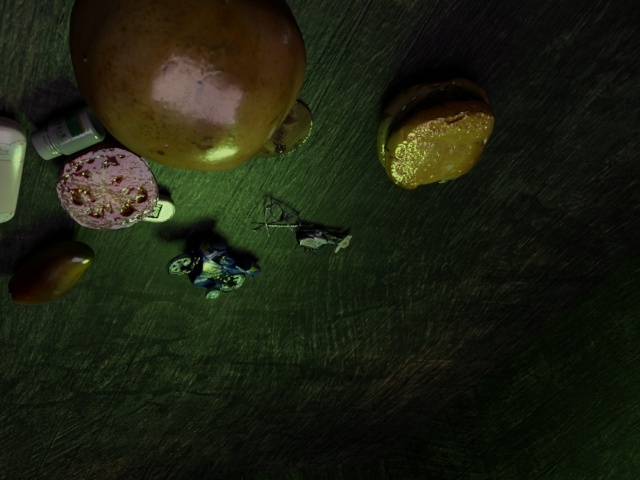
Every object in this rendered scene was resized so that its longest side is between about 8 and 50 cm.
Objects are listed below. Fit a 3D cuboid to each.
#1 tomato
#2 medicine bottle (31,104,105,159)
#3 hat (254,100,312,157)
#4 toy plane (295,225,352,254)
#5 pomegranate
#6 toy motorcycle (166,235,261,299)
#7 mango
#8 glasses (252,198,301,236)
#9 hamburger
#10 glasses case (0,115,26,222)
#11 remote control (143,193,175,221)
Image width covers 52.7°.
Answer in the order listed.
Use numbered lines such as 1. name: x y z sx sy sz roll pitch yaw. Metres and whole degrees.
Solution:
1. tomato: -0.480 -0.129 1.465 0.225 0.085 0.225 -11 126 -15
2. medicine bottle: -0.527 -0.223 1.348 0.130 0.080 0.080 -22 145 3
3. hat: -0.102 -0.239 1.528 0.193 0.082 0.193 -14 145 -10
4. toy plane: 0.000 0.001 1.923 0.197 0.053 0.078 11 126 -30
5. pomegranate: -0.218 -0.328 1.095 0.417 0.416 0.416 -13 144 -9
6. toy motorcycle: -0.290 0.071 1.832 0.169 0.113 0.315 -41 149 14
7. mango: -0.681 0.080 1.652 0.268 0.111 0.133 -31 127 18
8. glasses: -0.133 -0.055 1.806 0.104 0.062 0.140 -16 151 36
9. hamburger: 0.285 -0.259 1.608 0.290 0.170 0.314 -7 144 -12
10. glasses case: -0.699 -0.144 1.376 0.113 0.075 0.297 5 137 -28
11. remote control: -0.467 -0.090 1.587 0.221 0.042 0.078 5 131 -31
